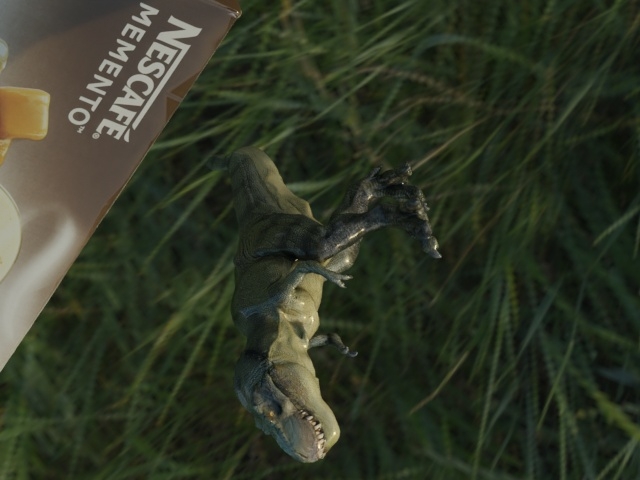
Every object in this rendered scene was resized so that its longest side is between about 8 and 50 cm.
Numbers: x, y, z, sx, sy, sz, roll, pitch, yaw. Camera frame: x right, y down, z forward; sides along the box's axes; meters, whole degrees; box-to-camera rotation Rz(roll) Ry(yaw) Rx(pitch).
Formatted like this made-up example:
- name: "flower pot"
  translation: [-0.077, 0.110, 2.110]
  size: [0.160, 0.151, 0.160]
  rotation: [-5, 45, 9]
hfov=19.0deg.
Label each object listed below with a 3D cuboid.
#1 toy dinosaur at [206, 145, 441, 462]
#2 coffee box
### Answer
- name: "toy dinosaur"
  translation: [0.000, 0.000, 1.012]
  size: [0.118, 0.268, 0.064]
  rotation: [-21, 124, 6]
- name: "coffee box"
  translation: [-0.163, -0.066, 0.914]
  size: [0.141, 0.098, 0.246]
  rotation: [23, 120, -27]
